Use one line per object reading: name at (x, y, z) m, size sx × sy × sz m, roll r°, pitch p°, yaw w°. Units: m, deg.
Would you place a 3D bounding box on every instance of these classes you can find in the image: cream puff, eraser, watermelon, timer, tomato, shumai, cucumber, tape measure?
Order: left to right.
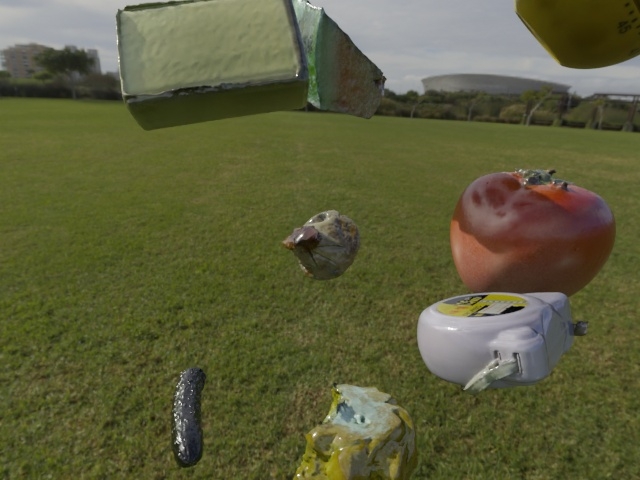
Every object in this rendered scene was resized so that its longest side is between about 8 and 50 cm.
cucumber at (-0.310, 0.410, 0.944) m, size 0.081 × 0.072 × 0.303 m, roll -34°, pitch 21°, yaw -2°
eraser at (-0.104, -0.179, 0.405) m, size 0.171 × 0.117 × 0.058 m, roll -11°, pitch -18°, yaw -7°
shumai at (0.000, 0.000, 1.080) m, size 0.201 × 0.202 × 0.120 m, roll 13°, pitch -12°, yaw 26°
watermelon at (0.013, -0.370, 0.901) m, size 0.301 × 0.151 × 0.264 m, roll 26°, pitch 16°, yaw -35°
cream puff at (0.102, 0.540, 1.014) m, size 0.273 × 0.270 × 0.323 m, roll 9°, pitch 17°, yaw 21°
tape measure at (0.224, 0.132, 0.537) m, size 0.195 × 0.105 × 0.178 m, roll -14°, pitch 6°, yaw -41°
tomato at (0.440, 0.003, 0.886) m, size 0.320 × 0.322 × 0.322 m, roll 2°, pitch 19°, yaw -1°
timer at (0.606, -0.552, 0.801) m, size 0.386 × 0.376 × 0.376 m, roll -38°, pitch -6°, yaw 35°
